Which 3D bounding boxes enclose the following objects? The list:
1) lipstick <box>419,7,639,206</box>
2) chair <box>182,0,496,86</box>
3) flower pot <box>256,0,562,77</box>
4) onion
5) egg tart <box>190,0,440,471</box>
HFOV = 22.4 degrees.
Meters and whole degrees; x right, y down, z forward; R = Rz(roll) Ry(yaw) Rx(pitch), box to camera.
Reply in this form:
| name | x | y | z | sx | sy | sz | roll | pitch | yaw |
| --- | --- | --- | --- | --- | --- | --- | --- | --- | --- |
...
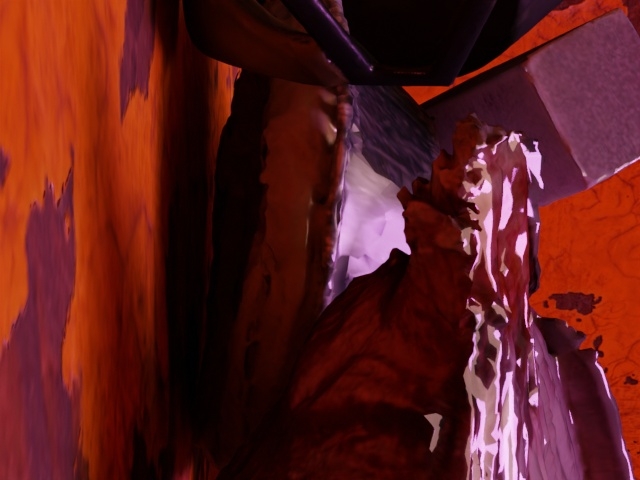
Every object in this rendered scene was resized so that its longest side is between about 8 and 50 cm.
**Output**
| name | x | y | z | sx | sy | sz | roll | pitch | yaw |
| --- | --- | --- | --- | --- | --- | --- | --- | --- | --- |
| lipstick | 0.053 | -0.034 | 0.828 | 0.066 | 0.068 | 0.317 | 62 | -28 | -3 |
| chair | 0.012 | -0.154 | 0.550 | 0.247 | 0.172 | 0.159 | 68 | 21 | -69 |
| flower pot | 0.045 | -0.184 | 0.793 | 0.269 | 0.269 | 0.166 | 89 | 25 | -52 |
| onion | 0.016 | 0.122 | 0.568 | 0.267 | 0.159 | 0.349 | -40 | 125 | -63 |
| egg tart | 0.000 | 0.000 | 0.719 | 0.234 | 0.094 | 0.234 | -172 | -90 | -84 |
